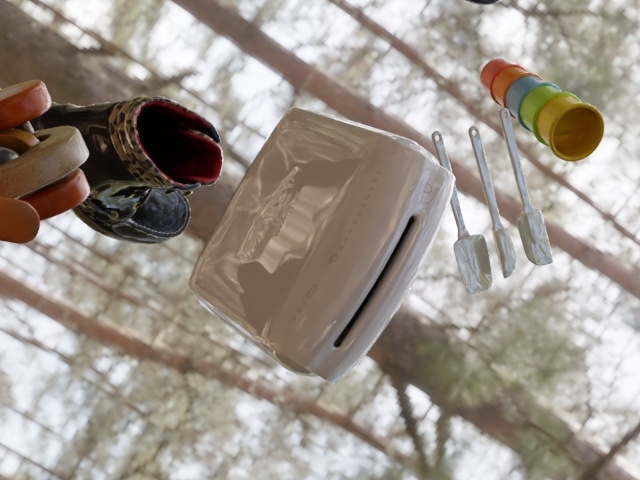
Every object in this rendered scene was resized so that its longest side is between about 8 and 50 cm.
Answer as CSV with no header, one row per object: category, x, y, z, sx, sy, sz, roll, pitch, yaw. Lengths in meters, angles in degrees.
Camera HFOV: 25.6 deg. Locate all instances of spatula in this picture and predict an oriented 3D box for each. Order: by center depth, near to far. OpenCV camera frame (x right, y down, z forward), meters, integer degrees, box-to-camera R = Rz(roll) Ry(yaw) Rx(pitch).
spatula,0.245,-0.058,2.038,0.168,0.242,0.019,-19,-172,-24

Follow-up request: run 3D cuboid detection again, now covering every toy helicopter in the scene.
toy helicopter,-0.411,-0.033,1.470,0.355,0.140,0.235,-22,-160,-5

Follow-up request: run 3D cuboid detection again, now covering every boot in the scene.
boot,-0.261,-0.103,2.108,0.284,0.377,0.138,0,-119,40

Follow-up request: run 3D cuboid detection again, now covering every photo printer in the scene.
photo printer,0.000,0.000,1.431,0.256,0.107,0.307,-59,-154,-1

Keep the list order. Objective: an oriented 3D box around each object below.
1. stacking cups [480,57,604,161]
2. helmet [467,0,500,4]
stacking cups,0.345,-0.229,2.267,0.096,0.096,0.316,-53,-151,12
helmet,0.204,-0.411,1.984,0.161,0.169,0.169,-1,-123,57
